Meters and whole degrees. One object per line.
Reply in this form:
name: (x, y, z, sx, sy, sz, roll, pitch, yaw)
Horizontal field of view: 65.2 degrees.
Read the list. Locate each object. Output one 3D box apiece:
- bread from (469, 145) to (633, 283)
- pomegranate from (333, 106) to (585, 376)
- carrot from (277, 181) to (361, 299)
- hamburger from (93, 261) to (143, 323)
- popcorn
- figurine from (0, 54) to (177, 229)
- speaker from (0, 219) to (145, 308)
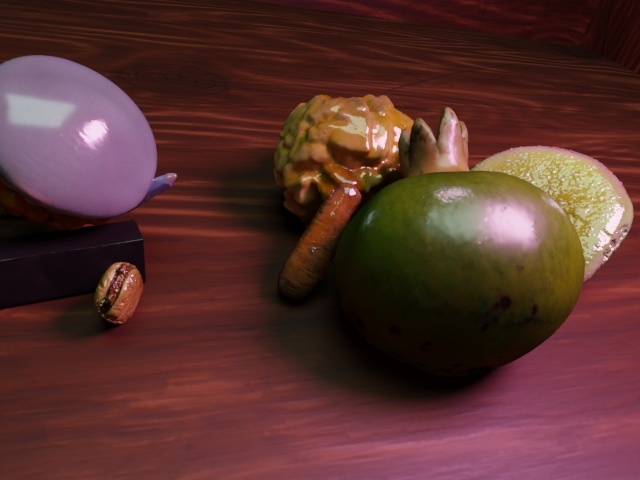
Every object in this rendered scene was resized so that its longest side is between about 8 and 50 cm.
bread: (0.360, -0.051, 0.856, 0.302, 0.045, 0.301, -9, 58, 15)
pomegranate: (0.180, -0.010, 0.641, 0.310, 0.216, 0.358, 0, 76, -13)
carrot: (0.000, 0.000, 0.706, 0.060, 0.186, 0.060, 30, -2, 1)
hamburger: (-0.245, 0.063, 0.611, 0.044, 0.083, 0.076, 23, 66, -2)
popcorn: (0.057, -0.154, 0.872, 0.265, 0.225, 0.332, 10, 36, -4)
figurine: (-0.387, -0.138, 0.681, 0.382, 0.204, 0.225, 14, 7, 40)
speaker: (-0.338, 0.033, 0.628, 0.218, 0.082, 0.044, -11, 43, -27)
